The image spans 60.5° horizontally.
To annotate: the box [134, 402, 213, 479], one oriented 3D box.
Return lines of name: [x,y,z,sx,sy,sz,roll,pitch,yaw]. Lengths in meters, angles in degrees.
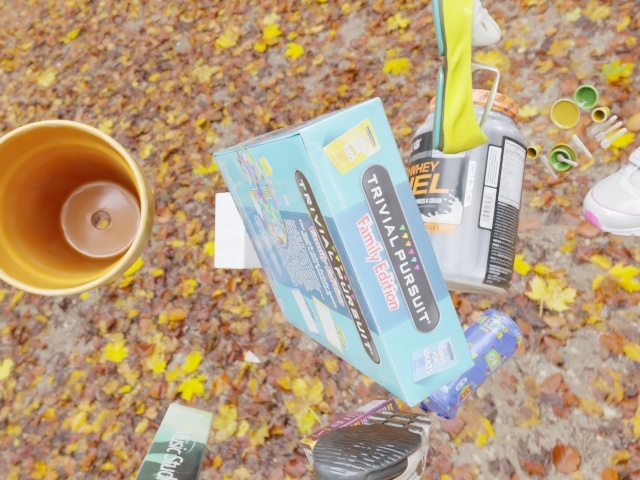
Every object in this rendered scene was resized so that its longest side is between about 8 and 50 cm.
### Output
box: [-0.159,0.307,0.461,0.058,0.322,0.232,17,93,-8]

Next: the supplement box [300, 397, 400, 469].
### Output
supplement box: [0.072,0.389,1.052,0.188,0.081,0.104,-22,83,-22]

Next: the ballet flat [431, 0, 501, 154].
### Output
ballet flat: [0.165,-0.209,0.627,0.077,0.231,0.077,-2,31,11]

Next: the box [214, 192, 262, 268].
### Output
box: [-0.168,-0.021,1.272,0.091,0.130,0.170,0,88,34]

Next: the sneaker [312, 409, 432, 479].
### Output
sneaker: [0.084,0.328,0.753,0.122,0.330,0.146,3,81,26]

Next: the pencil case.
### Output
pencil case: [0.367,0.310,1.355,0.306,0.133,0.119,-41,15,-17]

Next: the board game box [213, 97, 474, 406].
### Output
board game box: [0.000,0.000,0.603,0.079,0.254,0.336,-27,15,-18]

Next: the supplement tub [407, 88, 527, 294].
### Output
supplement tub: [0.239,-0.076,0.925,0.193,0.193,0.316,5,81,26]

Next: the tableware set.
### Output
tableware set: [0.389,-0.168,0.864,0.024,0.154,0.104,-27,80,-32]

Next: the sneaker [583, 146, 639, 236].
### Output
sneaker: [0.432,-0.101,0.668,0.252,0.111,0.103,-31,40,-2]

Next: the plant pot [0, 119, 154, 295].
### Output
plant pot: [-0.313,-0.035,0.726,0.205,0.188,0.205,0,88,-5]
